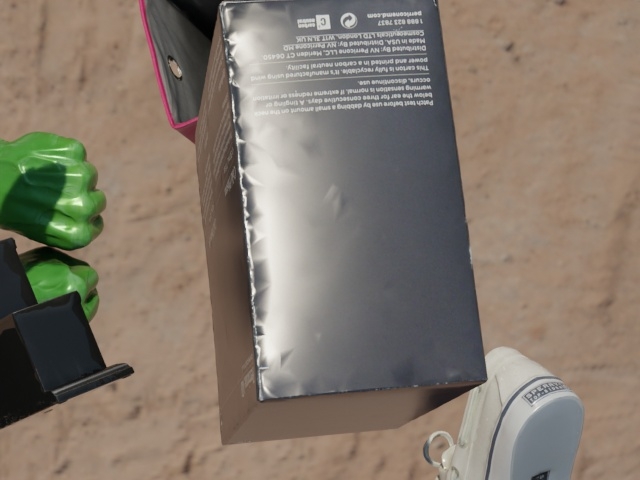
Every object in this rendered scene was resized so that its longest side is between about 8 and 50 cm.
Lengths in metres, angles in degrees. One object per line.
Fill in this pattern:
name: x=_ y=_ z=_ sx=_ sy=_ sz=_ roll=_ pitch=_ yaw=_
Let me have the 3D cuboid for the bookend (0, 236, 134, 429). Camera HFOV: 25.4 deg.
bookend: x=-0.241 y=0.062 z=1.132 sx=0.072 sy=0.156 sz=0.157 roll=-21 pitch=86 yaw=-39

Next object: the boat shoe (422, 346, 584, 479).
boat shoe: x=0.182 y=0.270 z=1.595 sx=0.135 sy=0.156 sz=0.367 roll=-16 pitch=130 yaw=-25

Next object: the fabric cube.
fabric cube: x=-0.053 y=-0.248 z=1.863 sx=0.259 sy=0.254 sz=0.258 roll=-22 pitch=154 yaw=15

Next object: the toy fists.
toy fists: x=-0.321 y=0.011 z=1.659 sx=0.142 sy=0.096 sz=0.279 roll=10 pitch=104 yaw=15

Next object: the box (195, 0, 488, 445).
box: x=0.000 y=0.000 z=1.222 sx=0.179 sy=0.343 sz=0.313 roll=-3 pitch=78 yaw=-9
